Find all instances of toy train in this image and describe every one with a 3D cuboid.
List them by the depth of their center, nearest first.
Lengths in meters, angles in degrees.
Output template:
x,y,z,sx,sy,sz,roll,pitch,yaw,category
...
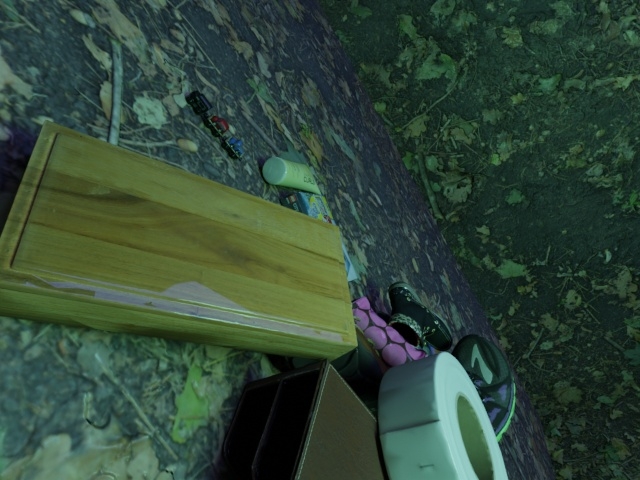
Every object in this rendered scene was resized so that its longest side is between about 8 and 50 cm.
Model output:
x,y,z,sx,sy,sz,roll,pitch,yaw,category
-0.200,-0.225,0.853,0.158,0.036,0.027,53,27,-24,toy train

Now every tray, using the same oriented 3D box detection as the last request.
x,y,z,sx,sy,sz,roll,pitch,yaw,category
-0.142,0.020,0.541,0.411,0.076,0.202,18,49,-32,tray

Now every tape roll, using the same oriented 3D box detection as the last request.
x,y,z,sx,sy,sz,roll,pitch,yaw,category
0.202,0.329,0.690,0.286,0.100,0.286,45,32,-38,tape roll

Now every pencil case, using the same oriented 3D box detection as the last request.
x,y,z,sx,sy,sz,roll,pitch,yaw,category
0.137,0.213,0.965,0.209,0.095,0.098,43,54,10,pencil case

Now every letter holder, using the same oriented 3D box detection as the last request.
x,y,z,sx,sy,sz,roll,pitch,yaw,category
0.010,0.358,0.594,0.301,0.152,0.214,54,29,-22,letter holder

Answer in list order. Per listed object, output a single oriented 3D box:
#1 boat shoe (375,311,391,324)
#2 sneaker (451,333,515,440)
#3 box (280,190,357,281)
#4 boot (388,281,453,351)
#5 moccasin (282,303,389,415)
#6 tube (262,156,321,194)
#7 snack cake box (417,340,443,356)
x,y,z,sx,sy,sz,roll,pitch,yaw,category
0.194,0.260,1.159,0.183,0.066,0.066,55,6,-9,boat shoe
0.298,0.365,0.954,0.483,0.185,0.202,-44,120,-44,sneaker
0.000,0.000,1.029,0.159,0.044,0.233,-6,72,-64,box
0.250,0.234,1.095,0.236,0.085,0.178,48,25,-10,boot
0.032,0.196,0.802,0.380,0.139,0.147,42,11,-41,moccasin
-0.059,-0.160,1.052,0.240,0.062,0.070,-6,113,-69,tube
0.303,0.416,1.187,0.152,0.089,0.264,45,31,-38,snack cake box
